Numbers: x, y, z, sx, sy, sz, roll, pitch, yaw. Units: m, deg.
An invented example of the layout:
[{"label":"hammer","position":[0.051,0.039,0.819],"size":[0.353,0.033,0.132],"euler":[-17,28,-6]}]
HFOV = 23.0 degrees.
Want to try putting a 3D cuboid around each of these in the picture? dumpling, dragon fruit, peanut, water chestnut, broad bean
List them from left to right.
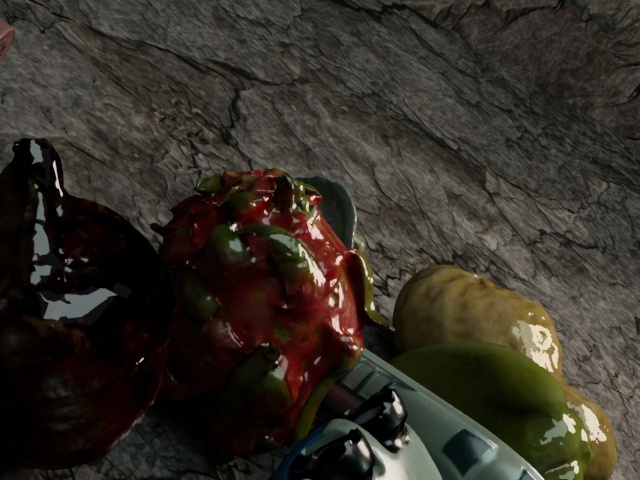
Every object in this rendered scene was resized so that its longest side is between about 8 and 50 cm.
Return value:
[{"label":"water chestnut","position":[-0.250,0.062,1.418],"size":[0.289,0.244,0.289],"euler":[34,26,-19]},{"label":"dragon fruit","position":[-0.073,0.075,1.654],"size":[0.237,0.231,0.302],"euler":[9,82,-36]},{"label":"dumpling","position":[-0.011,0.006,2.017],"size":[0.105,0.149,0.216],"euler":[-15,54,-12]},{"label":"broad bean","position":[0.174,0.217,1.806],"size":[0.291,0.119,0.238],"euler":[15,50,26]},{"label":"peanut","position":[0.235,0.180,1.997],"size":[0.387,0.192,0.169],"euler":[54,3,33]}]

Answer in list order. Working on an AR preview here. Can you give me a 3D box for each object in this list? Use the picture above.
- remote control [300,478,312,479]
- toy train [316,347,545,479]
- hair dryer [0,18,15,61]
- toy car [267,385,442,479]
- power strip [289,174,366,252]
[{"label":"remote control","position":[-0.064,0.280,1.402],"size":[0.029,0.166,0.065],"euler":[37,22,-26]},{"label":"toy train","position":[0.099,0.200,1.694],"size":[0.407,0.086,0.088],"euler":[32,-28,38]},{"label":"hair dryer","position":[-0.500,-0.208,1.703],"size":[0.210,0.125,0.352],"euler":[38,30,-3]},{"label":"toy car","position":[0.025,0.274,1.528],"size":[0.188,0.190,0.255],"euler":[58,23,-6]},{"label":"power strip","position":[-0.021,-0.022,2.120],"size":[0.169,0.076,0.028],"euler":[41,22,1]}]
